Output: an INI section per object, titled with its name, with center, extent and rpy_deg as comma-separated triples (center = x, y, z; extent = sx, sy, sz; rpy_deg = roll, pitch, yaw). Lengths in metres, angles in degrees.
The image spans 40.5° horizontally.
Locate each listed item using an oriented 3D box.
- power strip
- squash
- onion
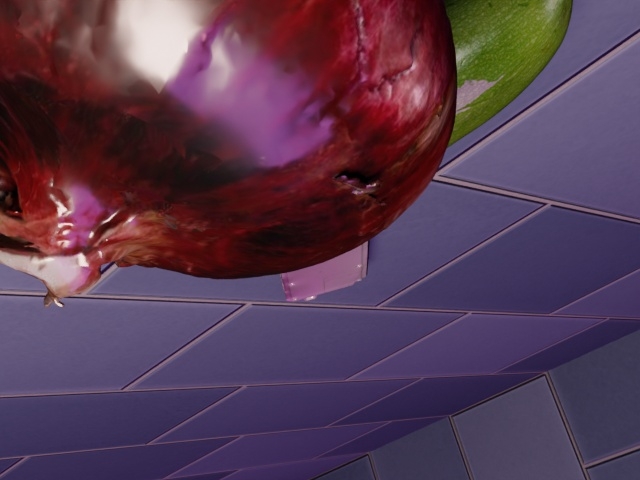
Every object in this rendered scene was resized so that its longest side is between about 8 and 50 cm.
[power strip]
center = 0.000, 0.000, 0.978
extent = 0.109, 0.037, 0.279
rpy_deg = -16, 157, -4
[squash]
center = 0.025, -0.090, 0.700
extent = 0.395, 0.107, 0.107
rpy_deg = -28, 155, 26
[onion]
center = -0.086, -0.084, 0.421
extent = 0.314, 0.232, 0.314
rpy_deg = 17, 154, 9
